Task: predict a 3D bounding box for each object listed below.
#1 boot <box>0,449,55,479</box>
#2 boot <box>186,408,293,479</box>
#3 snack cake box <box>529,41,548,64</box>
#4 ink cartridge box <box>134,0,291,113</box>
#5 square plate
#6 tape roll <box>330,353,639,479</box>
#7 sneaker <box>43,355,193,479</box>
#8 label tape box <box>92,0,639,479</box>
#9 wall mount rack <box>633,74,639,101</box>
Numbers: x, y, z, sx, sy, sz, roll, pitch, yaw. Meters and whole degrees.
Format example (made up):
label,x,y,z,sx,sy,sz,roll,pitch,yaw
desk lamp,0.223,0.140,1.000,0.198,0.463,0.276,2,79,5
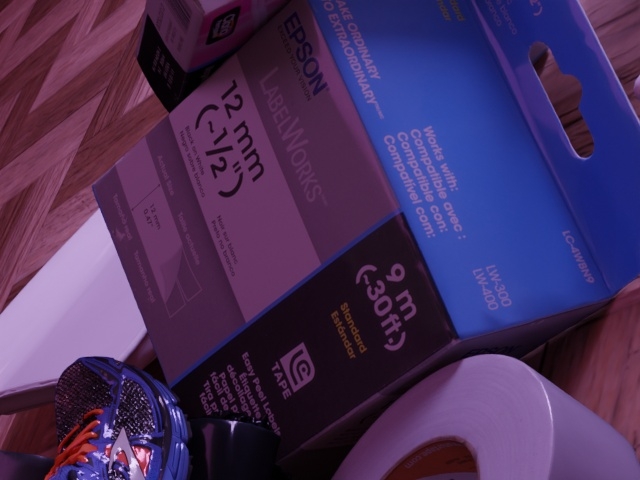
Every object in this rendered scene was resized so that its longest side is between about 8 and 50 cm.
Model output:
label,x,y,z,sx,sy,sz,roll,pitch,yaw
boot,-0.195,0.329,0.944,0.367,0.146,0.445,-27,40,49
boot,-0.086,0.230,1.028,0.246,0.094,0.207,123,157,-57
snack cake box,0.051,-0.119,1.351,0.264,0.089,0.152,-45,26,24
ink cartridge box,0.054,-0.213,1.137,0.371,0.069,0.176,-30,-9,-17
square plate,-0.178,0.038,1.546,0.344,0.049,0.347,-19,27,48
tape roll,0.071,0.172,0.915,0.219,0.072,0.219,-43,25,26
sneaker,-0.121,0.138,0.930,0.083,0.087,0.221,-50,34,22
label tape box,0.028,-0.020,1.068,0.347,0.115,0.249,-39,64,37
wall mount rack,0.312,-0.186,0.853,0.350,0.130,0.304,-23,39,55
